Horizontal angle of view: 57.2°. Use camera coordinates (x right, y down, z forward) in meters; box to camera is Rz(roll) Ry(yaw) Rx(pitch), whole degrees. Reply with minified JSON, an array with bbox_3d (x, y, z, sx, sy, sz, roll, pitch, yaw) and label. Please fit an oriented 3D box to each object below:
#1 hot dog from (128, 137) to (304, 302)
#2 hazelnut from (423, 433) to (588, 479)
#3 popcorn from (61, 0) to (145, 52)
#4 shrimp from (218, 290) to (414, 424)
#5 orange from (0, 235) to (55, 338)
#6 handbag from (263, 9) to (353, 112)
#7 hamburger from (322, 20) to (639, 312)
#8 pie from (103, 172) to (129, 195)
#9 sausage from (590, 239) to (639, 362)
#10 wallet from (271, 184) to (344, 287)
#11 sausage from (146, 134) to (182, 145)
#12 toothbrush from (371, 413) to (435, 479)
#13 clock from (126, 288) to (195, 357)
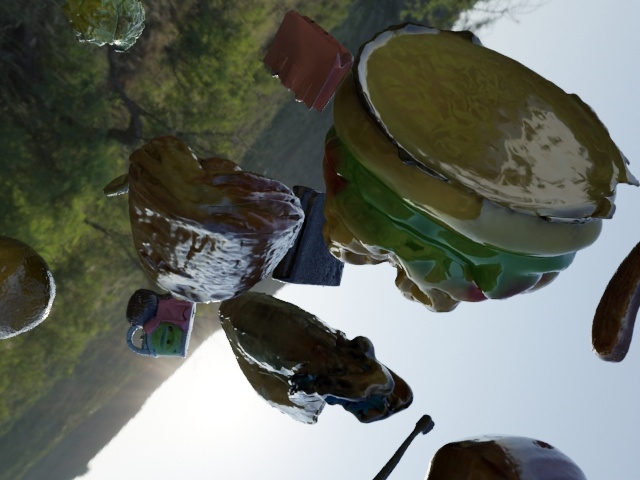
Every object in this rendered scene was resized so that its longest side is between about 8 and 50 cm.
[{"bbox_3d":[-0.124,-0.021,0.640,0.272,0.196,0.122,120,-9,-63],"label":"hot dog"},{"bbox_3d":[0.189,0.303,0.588,0.181,0.181,0.212,33,69,-67],"label":"hazelnut"},{"bbox_3d":[-0.519,-0.539,1.401,0.212,0.198,0.198,-11,-142,39],"label":"popcorn"},{"bbox_3d":[-0.039,0.182,0.839,0.110,0.221,0.446,-25,-169,-27],"label":"shrimp"},{"bbox_3d":[-0.292,0.042,0.542,0.085,0.095,0.085,-17,-179,0],"label":"orange"},{"bbox_3d":[-0.034,-0.410,1.345,0.059,0.212,0.157,0,132,-48],"label":"handbag"},{"bbox_3d":[0.104,-0.048,0.462,0.237,0.237,0.149,-65,178,-45],"label":"hamburger"},{"bbox_3d":[-0.418,-0.116,1.229,0.084,0.020,0.084,-18,-151,10],"label":"pie"},{"bbox_3d":[0.643,0.110,1.220,0.302,0.076,0.103,-62,-164,1],"label":"sausage"},{"bbox_3d":[0.000,0.000,1.372,0.071,0.262,0.221,11,-91,32],"label":"wallet"},{"bbox_3d":[-0.440,-0.198,1.601,0.133,0.133,0.258,-43,-157,37],"label":"sausage"},{"bbox_3d":[0.139,0.485,1.232,0.297,0.030,0.030,-45,-156,-15],"label":"toothbrush"},{"bbox_3d":[-0.476,0.244,1.723,0.100,0.195,0.194,119,-19,-73],"label":"clock"}]
